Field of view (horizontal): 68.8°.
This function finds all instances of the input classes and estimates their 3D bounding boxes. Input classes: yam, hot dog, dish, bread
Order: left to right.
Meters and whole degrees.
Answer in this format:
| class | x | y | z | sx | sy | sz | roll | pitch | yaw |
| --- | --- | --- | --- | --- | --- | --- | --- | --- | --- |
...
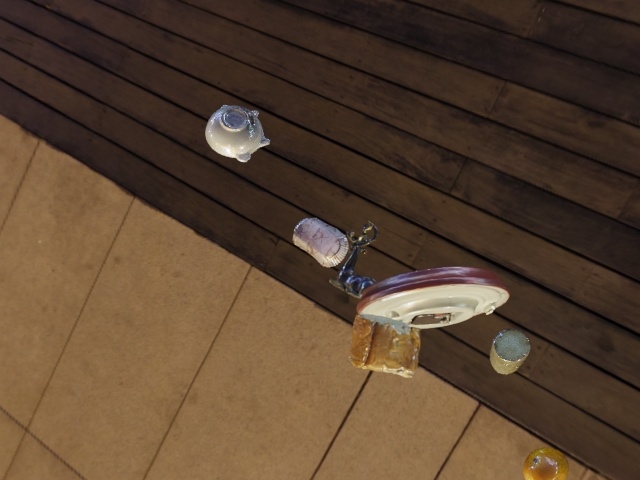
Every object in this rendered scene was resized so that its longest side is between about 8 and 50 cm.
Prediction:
| class | x | y | z | sx | sy | sz | roll | pitch | yaw |
| --- | --- | --- | --- | --- | --- | --- | --- | --- | --- |
| dish | -0.288 | -0.404 | 1.624 | 0.228 | 0.086 | 0.236 | -40 | 77 | -22 |
| hot dog | 0.000 | 0.000 | 1.345 | 0.191 | 0.059 | 0.108 | 35 | 86 | 36 |
| bread | 0.085 | 0.139 | 0.627 | 0.083 | 0.077 | 0.070 | 15 | 85 | -18 |
| yam | 0.599 | 0.360 | 1.494 | 0.108 | 0.194 | 0.107 | -6 | 60 | 11 |

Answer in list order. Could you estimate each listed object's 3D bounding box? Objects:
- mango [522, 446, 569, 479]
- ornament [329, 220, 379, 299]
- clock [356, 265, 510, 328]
| class | x | y | z | sx | sy | sz | roll | pitch | yaw |
| --- | --- | --- | --- | --- | --- | --- | --- | --- | --- |
| mango | 0.616 | 0.616 | 1.264 | 0.089 | 0.165 | 0.115 | 12 | 104 | 57 |
| ornament | 0.137 | 0.059 | 1.446 | 0.202 | 0.080 | 0.236 | 22 | 91 | 46 |
| clock | 0.237 | 0.139 | 1.001 | 0.319 | 0.318 | 0.080 | -12 | 67 | 16 |
